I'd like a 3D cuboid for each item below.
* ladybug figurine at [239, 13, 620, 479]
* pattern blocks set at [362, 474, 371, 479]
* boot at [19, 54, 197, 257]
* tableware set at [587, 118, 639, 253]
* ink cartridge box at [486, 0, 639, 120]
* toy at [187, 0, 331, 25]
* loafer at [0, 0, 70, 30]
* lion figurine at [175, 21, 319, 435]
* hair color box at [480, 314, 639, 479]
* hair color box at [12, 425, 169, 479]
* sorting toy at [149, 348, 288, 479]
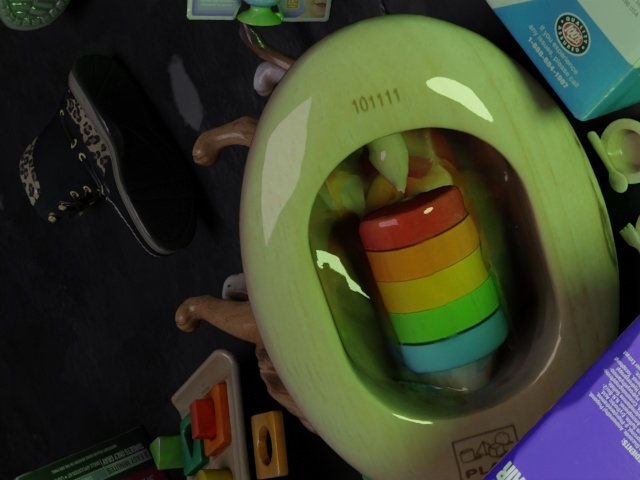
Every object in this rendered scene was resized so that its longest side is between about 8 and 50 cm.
[{"bbox_3d":[0.089,0.017,1.561,0.162,0.305,0.449,-110,4,-70],"label":"ladybug figurine"},{"bbox_3d":[0.028,0.361,1.784,0.285,0.026,0.324,24,116,-2],"label":"pattern blocks set"},{"bbox_3d":[-0.228,-0.056,1.953,0.178,0.085,0.236,-45,66,45],"label":"boot"},{"bbox_3d":[0.297,-0.049,1.496,0.169,0.020,0.141,-28,84,46],"label":"tableware set"},{"bbox_3d":[0.253,-0.276,1.383,0.223,0.129,0.307,56,134,16],"label":"ink cartridge box"},{"bbox_3d":[-0.042,-0.303,1.650,0.056,0.137,0.237,-116,29,-59],"label":"toy"},{"bbox_3d":[-0.299,-0.346,1.930,0.087,0.094,0.251,-142,59,-60],"label":"loafer"},{"bbox_3d":[0.000,0.000,1.717,0.240,0.142,0.392,14,110,33],"label":"lion figurine"},{"bbox_3d":[0.252,0.147,1.428,0.110,0.185,0.339,47,113,20],"label":"hair color box"},{"bbox_3d":[-0.203,0.412,2.015,0.114,0.185,0.374,-37,78,44],"label":"hair color box"},{"bbox_3d":[-0.118,0.228,1.885,0.347,0.047,0.196,133,130,-59],"label":"sorting toy"}]
